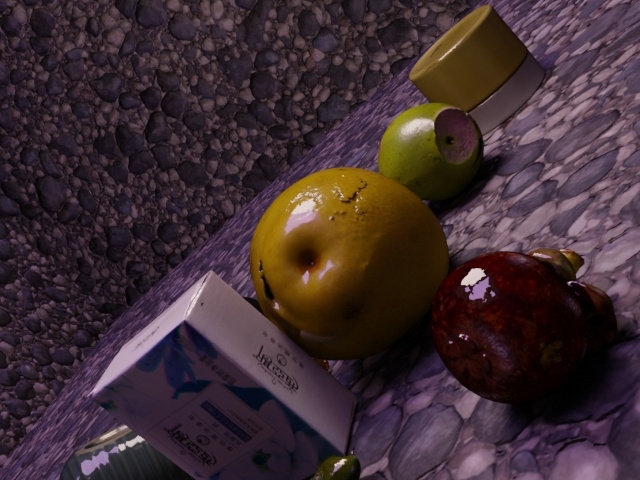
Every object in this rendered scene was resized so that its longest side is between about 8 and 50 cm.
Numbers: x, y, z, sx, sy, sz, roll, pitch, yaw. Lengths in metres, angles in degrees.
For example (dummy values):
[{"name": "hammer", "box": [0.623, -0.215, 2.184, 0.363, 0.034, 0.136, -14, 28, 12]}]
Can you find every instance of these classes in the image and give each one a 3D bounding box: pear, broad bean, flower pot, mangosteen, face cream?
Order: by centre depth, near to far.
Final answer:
[{"name": "mangosteen", "box": [0.195, 0.079, 0.686, 0.181, 0.156, 0.146, -17, -42, -51]}, {"name": "broad bean", "box": [-0.044, 0.330, 0.804, 0.256, 0.052, 0.052, -43, 51, 10]}, {"name": "pear", "box": [0.054, 0.036, 1.012, 0.284, 0.336, 0.285, -8, 79, 44]}, {"name": "flower pot", "box": [-0.309, 0.384, 1.144, 0.243, 0.157, 0.189, -23, 1, -26]}, {"name": "pear", "box": [0.190, -0.152, 1.272, 0.187, 0.187, 0.219, -52, 13, -27]}, {"name": "face cream", "box": [0.320, -0.346, 1.450, 0.218, 0.179, 0.218, -42, 14, 12]}]

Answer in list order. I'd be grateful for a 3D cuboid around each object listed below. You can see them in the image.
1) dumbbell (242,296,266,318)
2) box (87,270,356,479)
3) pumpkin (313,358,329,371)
[{"name": "dumbbell", "box": [-0.067, 0.134, 1.243, 0.218, 0.152, 0.152, -38, 15, 26]}, {"name": "box", "box": [-0.122, 0.206, 0.917, 0.203, 0.274, 0.116, -37, 18, 28]}, {"name": "pumpkin", "box": [-0.027, 0.219, 1.078, 0.074, 0.054, 0.083, -44, 17, 23]}]
